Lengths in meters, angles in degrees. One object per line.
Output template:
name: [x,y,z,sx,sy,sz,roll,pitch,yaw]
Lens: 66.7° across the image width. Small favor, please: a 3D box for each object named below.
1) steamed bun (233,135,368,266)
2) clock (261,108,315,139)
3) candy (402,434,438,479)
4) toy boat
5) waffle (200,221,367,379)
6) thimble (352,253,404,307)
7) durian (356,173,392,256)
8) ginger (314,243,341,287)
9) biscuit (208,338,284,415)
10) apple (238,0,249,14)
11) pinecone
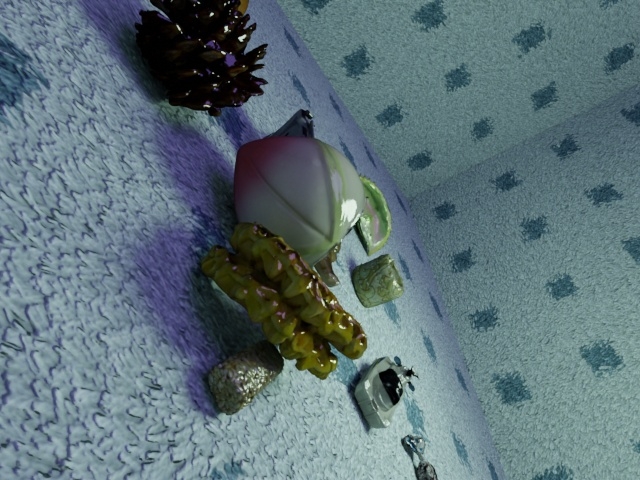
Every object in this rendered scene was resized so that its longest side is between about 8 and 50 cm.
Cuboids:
steamed bun: [-0.072,-0.107,1.083,0.309,0.309,0.309,53,21,-30]
clock: [-0.096,-0.255,1.355,0.083,0.186,0.253,45,24,-32]
candy: [0.298,0.668,1.387,0.094,0.051,0.226,8,55,-56]
toy boat: [0.186,0.394,1.326,0.269,0.141,0.141,-20,84,-58]
waffle: [-0.058,0.112,0.902,0.324,0.151,0.261,47,-8,-35]
thimble: [0.200,0.135,1.697,0.137,0.143,0.190,50,22,-34]
durian: [0.192,-0.122,2.039,0.169,0.158,0.352,-31,98,-60]
ginger: [0.000,-0.001,1.453,0.166,0.080,0.333,41,31,-17]
biscuit: [-0.120,0.223,0.809,0.082,0.070,0.168,57,18,8]
apple: [-0.324,-0.746,1.428,0.237,0.207,0.237,26,58,-52]
pinecone: [-0.252,-0.424,1.060,0.296,0.242,0.298,59,24,-19]
